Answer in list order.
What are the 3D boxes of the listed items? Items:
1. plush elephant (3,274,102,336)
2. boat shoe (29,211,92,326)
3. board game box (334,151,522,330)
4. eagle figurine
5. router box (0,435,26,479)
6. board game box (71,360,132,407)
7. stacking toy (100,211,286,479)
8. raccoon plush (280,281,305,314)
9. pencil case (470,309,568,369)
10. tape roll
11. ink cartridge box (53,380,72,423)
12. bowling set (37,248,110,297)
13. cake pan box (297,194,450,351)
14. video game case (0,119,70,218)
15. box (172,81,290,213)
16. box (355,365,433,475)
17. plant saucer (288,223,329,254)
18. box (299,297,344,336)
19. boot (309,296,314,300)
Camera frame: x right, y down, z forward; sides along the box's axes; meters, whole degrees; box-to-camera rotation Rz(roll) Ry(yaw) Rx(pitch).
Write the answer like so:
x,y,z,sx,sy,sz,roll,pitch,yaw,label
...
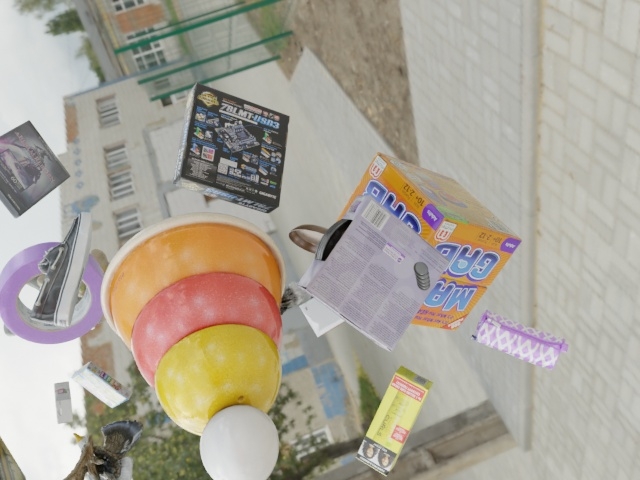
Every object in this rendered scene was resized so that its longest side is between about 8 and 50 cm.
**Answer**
x,y,z,sx,sy,sz,roll,pitch,yaw,label
-0.900,0.211,2.325,0.255,0.330,0.272,-100,22,-82,plush elephant
-0.607,0.057,1.537,0.108,0.102,0.301,122,156,-57,boat shoe
0.295,0.008,1.978,0.356,0.356,0.356,-59,41,22,board game box
-0.626,0.629,1.889,0.298,0.226,0.225,76,176,-72,eagle figurine
-0.660,0.515,1.338,0.309,0.081,0.243,31,141,51,router box
-0.634,0.420,1.899,0.154,0.103,0.026,44,-139,-18,board game box
-0.178,0.213,1.106,0.480,0.350,0.351,-116,9,-48,stacking toy
-0.222,0.269,2.183,0.216,0.446,0.299,61,167,-24,raccoon plush
0.462,0.227,1.528,0.088,0.206,0.086,94,-160,-51,pencil case
-0.726,0.145,1.783,0.090,0.274,0.275,46,156,54,tape roll
-0.860,0.541,2.188,0.122,0.052,0.089,-142,51,-61,ink cartridge box
-0.817,0.142,2.086,0.154,0.287,0.200,92,179,-62,bowling set
0.114,0.068,1.412,0.267,0.246,0.070,37,168,-20,cake pan box
-0.816,-0.201,1.794,0.196,0.026,0.274,59,-157,-20,video game case
-0.240,-0.253,1.816,0.073,0.295,0.293,-28,53,55,box
0.166,0.403,1.465,0.087,0.232,0.058,28,-165,16,box
0.000,0.000,1.693,0.168,0.168,0.029,89,-160,-68,plant saucer
0.039,0.165,1.654,0.091,0.130,0.170,59,-170,6,box
0.009,0.124,1.866,0.121,0.045,0.099,-31,46,48,boot
